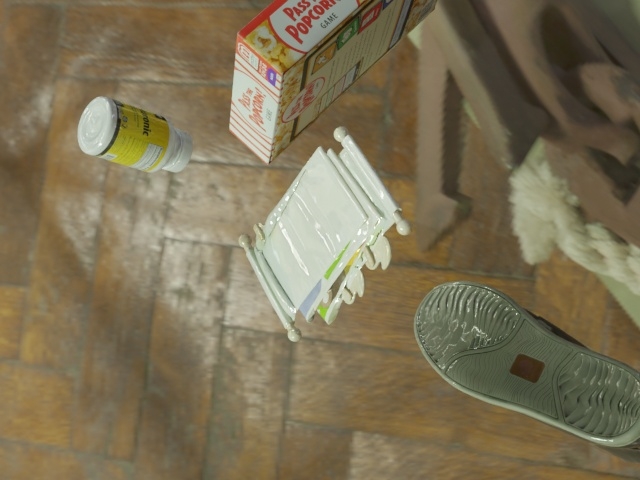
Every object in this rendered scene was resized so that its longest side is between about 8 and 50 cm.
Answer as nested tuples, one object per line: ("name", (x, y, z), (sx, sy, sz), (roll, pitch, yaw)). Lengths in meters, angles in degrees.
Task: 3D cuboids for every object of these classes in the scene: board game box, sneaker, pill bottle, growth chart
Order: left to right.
("pill bottle", (-0.198, -0.110, 1.465), (0.065, 0.116, 0.065), (-18, 65, 43))
("growth chart", (0.000, 0.000, 1.424), (0.237, 0.021, 0.172), (-48, 56, 39))
("board game box", (0.019, -0.157, 0.973), (0.045, 0.147, 0.193), (42, 70, 10))
("sneaker", (0.176, 0.112, 1.061), (0.222, 0.118, 0.083), (30, 85, 39))
